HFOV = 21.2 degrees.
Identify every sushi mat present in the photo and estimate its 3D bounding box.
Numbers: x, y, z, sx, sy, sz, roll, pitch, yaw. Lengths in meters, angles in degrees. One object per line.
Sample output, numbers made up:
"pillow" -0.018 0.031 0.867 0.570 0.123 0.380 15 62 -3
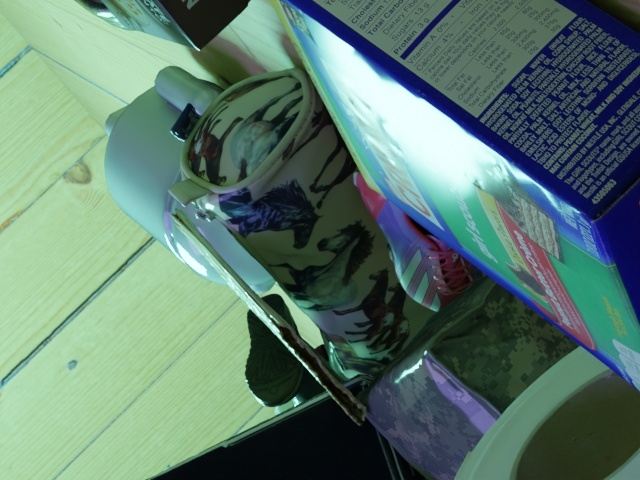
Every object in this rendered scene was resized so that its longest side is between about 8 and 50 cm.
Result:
"sushi mat" -0.059 0.072 1.767 0.151 0.019 0.316 50 176 -33

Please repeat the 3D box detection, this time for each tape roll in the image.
"tape roll" 0.224 0.173 1.247 0.100 0.286 0.286 48 171 -15

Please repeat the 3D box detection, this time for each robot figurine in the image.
"robot figurine" -0.128 -0.072 2.064 0.353 0.200 0.300 37 154 47

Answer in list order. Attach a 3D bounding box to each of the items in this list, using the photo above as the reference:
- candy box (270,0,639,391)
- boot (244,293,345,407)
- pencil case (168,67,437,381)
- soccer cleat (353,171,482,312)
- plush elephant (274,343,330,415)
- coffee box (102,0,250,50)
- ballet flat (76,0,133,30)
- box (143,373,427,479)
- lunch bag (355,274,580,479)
"candy box" 0.131 -0.065 1.129 0.317 0.122 0.268 41 171 36
"boot" -0.010 0.181 1.987 0.189 0.076 0.208 -90 -24 -53
"pencil case" 0.000 0.000 1.848 0.410 0.183 0.160 53 180 -42
"soccer cleat" 0.114 0.004 1.691 0.095 0.083 0.248 31 161 44
"plush elephant" 0.033 0.170 2.234 0.330 0.255 0.272 51 170 -31
"coffee box" -0.163 -0.275 1.628 0.141 0.098 0.246 49 171 -23
"ballet flat" -0.285 -0.335 1.923 0.348 0.123 0.123 40 169 36
"box" 0.009 0.405 1.966 0.472 0.480 0.297 21 -134 -58
"lunch bag" 0.207 0.181 1.628 0.287 0.169 0.235 45 156 2
